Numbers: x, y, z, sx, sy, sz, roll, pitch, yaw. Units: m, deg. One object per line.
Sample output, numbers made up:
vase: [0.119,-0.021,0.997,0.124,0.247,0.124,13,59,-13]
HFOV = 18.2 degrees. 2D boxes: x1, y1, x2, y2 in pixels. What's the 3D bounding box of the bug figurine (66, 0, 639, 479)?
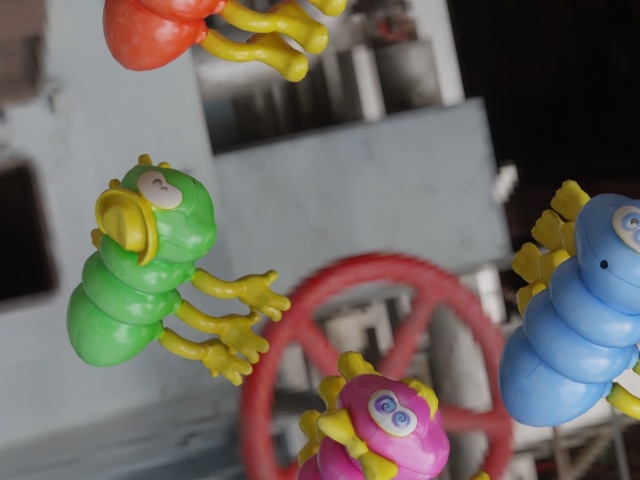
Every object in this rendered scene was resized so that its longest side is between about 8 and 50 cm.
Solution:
bug figurine: [0.000,0.000,0.671,0.279,0.216,0.072,42,-145,23]
